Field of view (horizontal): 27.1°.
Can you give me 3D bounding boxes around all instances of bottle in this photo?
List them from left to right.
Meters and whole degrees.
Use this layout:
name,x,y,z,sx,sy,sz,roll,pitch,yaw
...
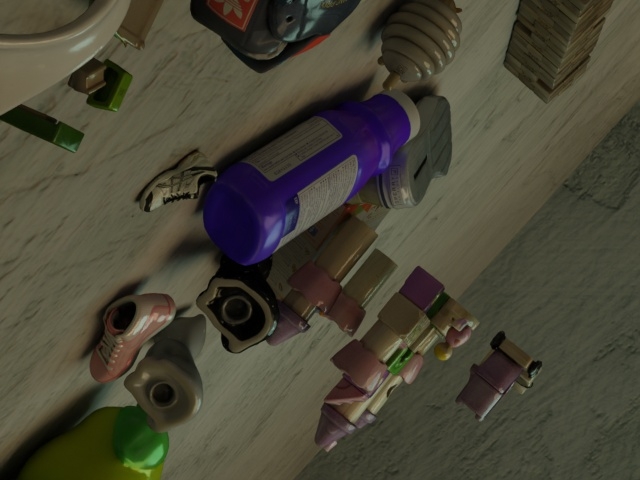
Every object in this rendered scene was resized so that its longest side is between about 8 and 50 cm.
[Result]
name,x,y,z,sx,sy,sz,roll,pitch,yaw
bottle,-0.002,-0.082,1.457,0.283,0.092,0.118,-36,162,-35

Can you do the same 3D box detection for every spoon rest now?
name,x,y,z,sx,sy,sz,roll,pitch,yaw
spoon rest,-0.214,-0.109,0.786,0.276,0.084,0.137,-41,165,-21

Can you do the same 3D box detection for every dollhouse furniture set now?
name,x,y,z,sx,sy,sz,roll,pitch,yaw
dollhouse furniture set,-0.170,-0.142,0.945,0.151,0.058,0.076,-65,158,0

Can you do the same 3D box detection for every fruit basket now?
name,x,y,z,sx,sy,sz,roll,pitch,yaw
fruit basket,-0.312,0.382,1.600,0.392,0.283,0.392,-25,166,-7

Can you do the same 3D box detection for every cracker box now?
name,x,y,z,sx,sy,sz,roll,pitch,yaw
cracker box,0.000,0.000,1.753,0.156,0.067,0.232,-24,153,-54

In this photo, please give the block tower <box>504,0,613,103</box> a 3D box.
name,x,y,z,sx,sy,sz,roll,pitch,yaw
block tower,0.325,-0.299,1.787,0.091,0.097,0.335,-43,165,-11

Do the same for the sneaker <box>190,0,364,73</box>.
name,x,y,z,sx,sy,sz,roll,pitch,yaw
sneaker,-0.029,-0.212,0.921,0.148,0.131,0.350,-48,167,-8

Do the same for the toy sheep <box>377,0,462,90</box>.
name,x,y,z,sx,sy,sz,roll,pitch,yaw
toy sheep,0.104,-0.211,1.416,0.132,0.091,0.091,-61,170,-14

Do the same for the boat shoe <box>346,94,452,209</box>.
name,x,y,z,sx,sy,sz,roll,pitch,yaw
boat shoe,0.101,-0.117,1.670,0.302,0.094,0.109,-45,133,-66

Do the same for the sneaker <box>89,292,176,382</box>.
name,x,y,z,sx,sy,sz,roll,pitch,yaw
sneaker,-0.224,0.105,1.450,0.134,0.051,0.070,-45,155,21

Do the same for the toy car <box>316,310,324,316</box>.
name,x,y,z,sx,sy,sz,roll,pitch,yaw
toy car,0.003,0.067,2.058,0.040,0.060,0.122,3,129,-10

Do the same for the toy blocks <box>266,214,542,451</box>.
name,x,y,z,sx,sy,sz,roll,pitch,yaw
toy blocks,0.084,0.173,1.700,0.260,0.309,0.288,-51,165,-3

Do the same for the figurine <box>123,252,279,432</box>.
name,x,y,z,sx,sy,sz,roll,pitch,yaw
figurine,-0.132,0.099,1.554,0.215,0.092,0.209,-48,-170,15

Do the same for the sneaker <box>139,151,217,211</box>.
name,x,y,z,sx,sy,sz,roll,pitch,yaw
sneaker,-0.135,-0.051,1.277,0.083,0.037,0.032,-40,167,-17
